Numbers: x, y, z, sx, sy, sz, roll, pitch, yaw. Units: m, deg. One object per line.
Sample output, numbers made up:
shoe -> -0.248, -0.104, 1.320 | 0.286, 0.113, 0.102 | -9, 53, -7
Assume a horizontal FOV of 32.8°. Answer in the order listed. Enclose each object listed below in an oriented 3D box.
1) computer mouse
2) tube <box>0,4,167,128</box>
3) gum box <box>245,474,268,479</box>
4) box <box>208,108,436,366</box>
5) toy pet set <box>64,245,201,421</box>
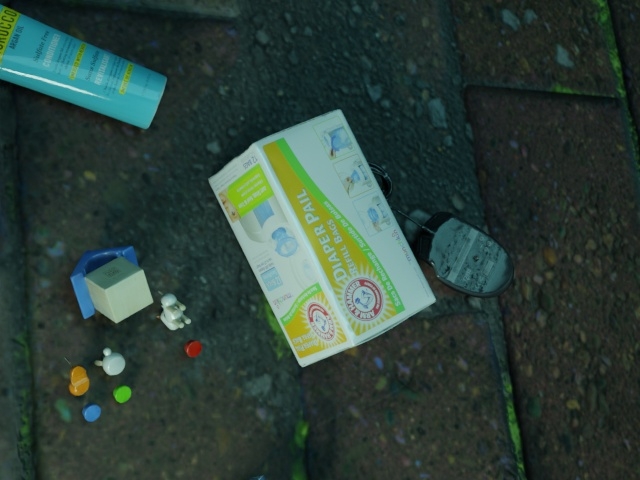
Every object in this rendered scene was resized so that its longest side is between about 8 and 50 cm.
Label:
computer mouse -> 0.095, -0.014, 1.119 | 0.242, 0.041, 0.071 | 33, 78, -10
tube -> -0.244, -0.161, 0.976 | 0.207, 0.052, 0.080 | 20, 56, -15
gum box -> -0.064, 0.321, 0.917 | 0.157, 0.041, 0.184 | 49, 59, -6
box -> 0.000, 0.000, 1.013 | 0.103, 0.114, 0.203 | -25, 88, -32
toy pet set -> -0.180, 0.071, 0.939 | 0.122, 0.065, 0.114 | -30, 125, -29
